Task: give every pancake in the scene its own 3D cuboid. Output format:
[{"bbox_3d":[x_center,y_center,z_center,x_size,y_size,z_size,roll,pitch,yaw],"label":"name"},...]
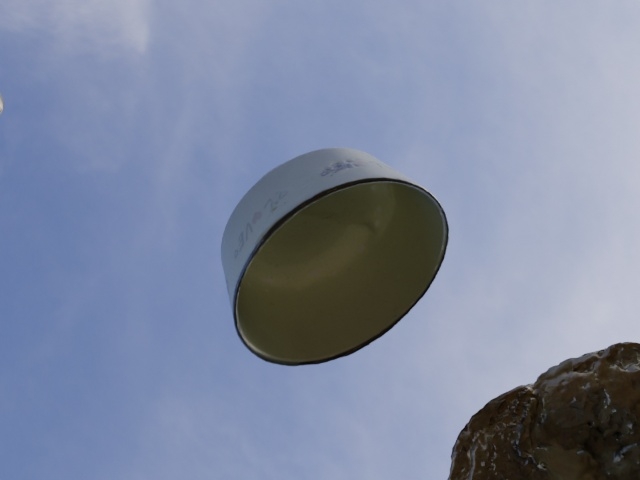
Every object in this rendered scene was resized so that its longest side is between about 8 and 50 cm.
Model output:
[{"bbox_3d":[0.288,0.285,0.863,0.386,0.082,0.387,-2,-103,11],"label":"pancake"}]

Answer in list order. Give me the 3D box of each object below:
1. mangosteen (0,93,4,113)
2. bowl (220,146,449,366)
[{"bbox_3d":[-0.382,-0.130,0.915,0.155,0.146,0.181,-2,-59,-23],"label":"mangosteen"},{"bbox_3d":[0.000,0.000,0.981,0.237,0.126,0.238,-18,-43,-18],"label":"bowl"}]
